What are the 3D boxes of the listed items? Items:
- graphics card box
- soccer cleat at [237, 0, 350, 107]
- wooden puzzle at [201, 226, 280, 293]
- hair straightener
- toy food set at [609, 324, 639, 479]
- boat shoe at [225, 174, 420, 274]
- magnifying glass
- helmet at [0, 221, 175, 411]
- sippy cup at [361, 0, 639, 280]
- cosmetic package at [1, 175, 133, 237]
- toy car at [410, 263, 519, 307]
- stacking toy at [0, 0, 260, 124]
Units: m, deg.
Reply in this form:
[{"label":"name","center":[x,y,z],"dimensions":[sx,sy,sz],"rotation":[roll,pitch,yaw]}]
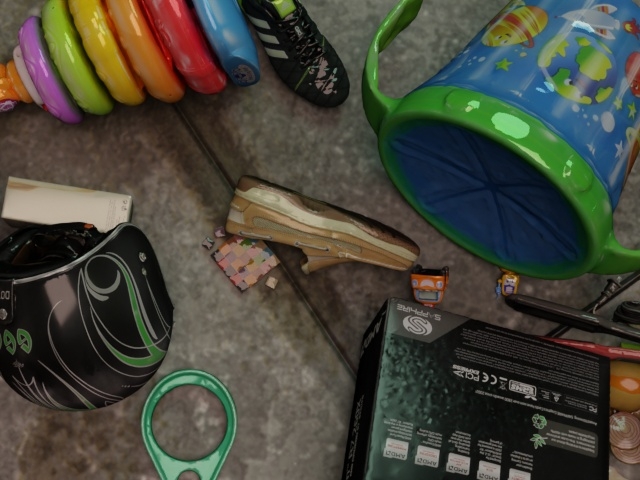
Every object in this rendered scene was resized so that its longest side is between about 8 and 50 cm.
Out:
[{"label":"graphics card box","center":[0.131,0.249,0.946],"dimensions":[0.232,0.094,0.371],"rotation":[15,58,-7]},{"label":"soccer cleat","center":[-0.032,-0.208,1.054],"dimensions":[0.060,0.072,0.179],"rotation":[-36,90,-10]},{"label":"wooden puzzle","center":[-0.074,0.017,1.059],"dimensions":[0.049,0.006,0.083],"rotation":[-40,90,-10]},{"label":"hair straightener","center":[0.293,0.075,1.050],"dimensions":[0.230,0.047,0.089],"rotation":[7,73,16]},{"label":"toy food set","center":[0.336,0.163,1.062],"dimensions":[0.132,0.038,0.192],"rotation":[13,82,19]},{"label":"boat shoe","center":[0.000,0.000,1.048],"dimensions":[0.190,0.068,0.072],"rotation":[21,96,0]},{"label":"magnifying glass","center":[-0.125,0.238,1.020],"dimensions":[0.092,0.026,0.231],"rotation":[1,85,-8]},{"label":"helmet","center":[-0.211,0.071,0.950],"dimensions":[0.169,0.169,0.162],"rotation":[-20,115,-9]},{"label":"sippy cup","center":[0.208,-0.120,1.015],"dimensions":[0.305,0.240,0.224],"rotation":[46,68,-25]},{"label":"cosmetic package","center":[-0.236,-0.028,1.015],"dimensions":[0.115,0.060,0.041],"rotation":[9,81,-8]},{"label":"toy car","center":[0.144,0.047,1.060],"dimensions":[0.122,0.060,0.041],"rotation":[3,96,-6]},{"label":"stacking toy","center":[-0.220,-0.174,1.000],"dimensions":[0.301,0.175,0.166],"rotation":[-23,85,2]}]
